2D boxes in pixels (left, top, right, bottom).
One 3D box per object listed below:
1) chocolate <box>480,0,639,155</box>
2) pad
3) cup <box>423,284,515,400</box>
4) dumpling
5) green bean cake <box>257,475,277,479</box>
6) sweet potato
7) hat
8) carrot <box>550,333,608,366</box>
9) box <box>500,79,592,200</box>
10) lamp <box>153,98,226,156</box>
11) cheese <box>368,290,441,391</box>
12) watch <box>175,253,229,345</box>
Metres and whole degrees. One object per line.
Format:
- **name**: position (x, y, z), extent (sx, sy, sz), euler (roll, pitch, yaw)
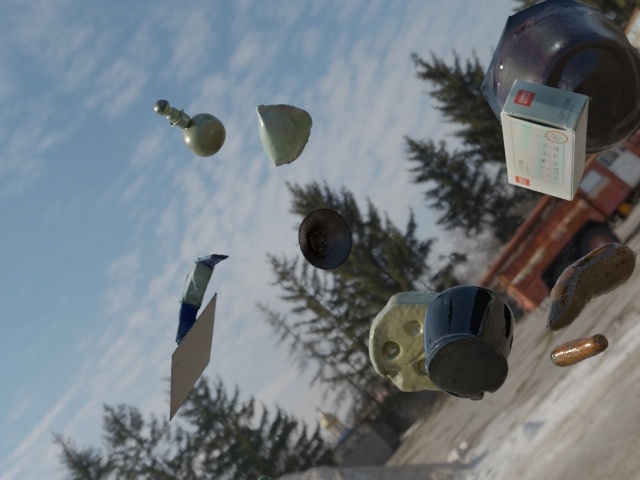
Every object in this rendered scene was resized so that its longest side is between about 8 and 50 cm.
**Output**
- **chocolate**: position (0.606, -0.369, 1.917), extent (0.384, 0.383, 0.331), euler (-55, 11, 27)
- **pad**: position (-0.246, 0.227, 1.508), extent (0.243, 0.004, 0.164), euler (104, -167, -48)
- **cup**: position (0.279, 0.208, 1.456), extent (0.177, 0.169, 0.223), euler (-71, -31, -58)
- **dumpling**: position (-0.108, -0.308, 2.193), extent (0.149, 0.104, 0.217), euler (-52, -41, -24)
- **green bean cake**: position (-0.090, 0.736, 2.029), extent (0.125, 0.222, 0.248), euler (-44, -52, -38)
- **sweet potato**: position (0.525, 0.089, 1.564), extent (0.291, 0.097, 0.097), euler (-32, -19, -28)
- **hat**: position (0.000, 0.000, 2.442), extent (0.193, 0.193, 0.082), euler (-42, 13, -26)
- **carrot**: position (0.630, 0.266, 1.907), extent (0.060, 0.060, 0.186), euler (-40, -1, -32)
- **box**: position (0.410, -0.177, 1.424), extent (0.079, 0.135, 0.269), euler (-64, -25, -15)
- **lamp**: position (-0.273, -0.238, 1.616), extent (0.163, 0.091, 0.091), euler (31, -76, -35)
- **cheese**: position (0.295, 0.293, 2.199), extent (0.318, 0.326, 0.115), euler (-47, 0, 25)
- **watch**: position (-0.318, 0.109, 2.104), extent (0.274, 0.068, 0.277), euler (-103, 35, -70)
